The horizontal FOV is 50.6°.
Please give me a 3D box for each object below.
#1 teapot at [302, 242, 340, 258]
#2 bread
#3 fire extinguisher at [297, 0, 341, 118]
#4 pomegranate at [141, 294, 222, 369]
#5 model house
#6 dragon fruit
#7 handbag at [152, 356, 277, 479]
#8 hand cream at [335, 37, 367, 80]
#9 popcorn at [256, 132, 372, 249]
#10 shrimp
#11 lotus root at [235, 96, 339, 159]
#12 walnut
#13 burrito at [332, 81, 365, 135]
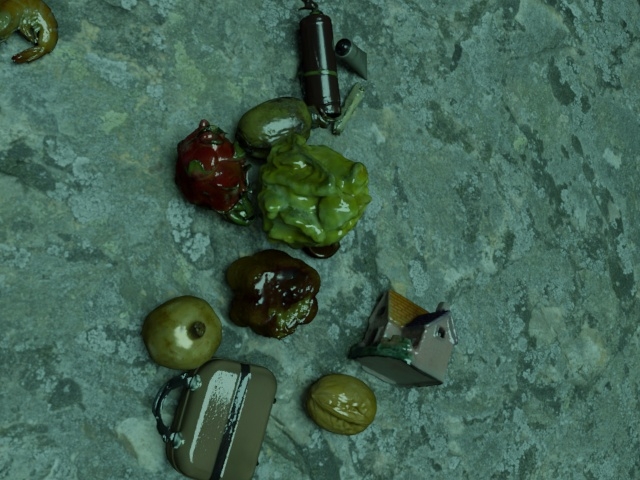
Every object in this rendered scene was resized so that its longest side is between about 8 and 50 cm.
[{"bbox_3d":[0.000,0.000,1.873,0.129,0.078,0.098,30,113,-23],"label":"teapot"},{"bbox_3d":[-0.113,0.144,1.753,0.247,0.135,0.232,-8,101,-32],"label":"bread"},{"bbox_3d":[-0.016,-0.516,1.898,0.141,0.105,0.341,-7,90,-55],"label":"fire extinguisher"},{"bbox_3d":[-0.320,0.216,1.591,0.196,0.196,0.196,4,82,-29],"label":"pomegranate"},{"bbox_3d":[0.241,0.262,1.885,0.202,0.237,0.237,31,65,-15],"label":"model house"},{"bbox_3d":[-0.241,-0.163,1.685,0.269,0.198,0.200,32,113,-20],"label":"dragon fruit"},{"bbox_3d":[-0.266,0.425,1.628,0.283,0.149,0.301,23,75,-23],"label":"handbag"},{"bbox_3d":[0.098,-0.536,1.971,0.186,0.054,0.087,12,75,-61],"label":"hand cream"},{"bbox_3d":[-0.027,-0.106,1.696,0.312,0.312,0.312,4,82,-29],"label":"popcorn"},{"bbox_3d":[-0.704,-0.466,1.541,0.150,0.068,0.248,51,59,-20],"label":"shrimp"},{"bbox_3d":[-0.094,-0.309,1.802,0.278,0.154,0.154,-22,95,-15],"label":"lotus root"},{"bbox_3d":[0.055,0.436,1.801,0.207,0.159,0.159,26,72,-30],"label":"walnut"},{"bbox_3d":[0.080,-0.387,1.982,0.185,0.041,0.045,-60,153,-22],"label":"burrito"}]
